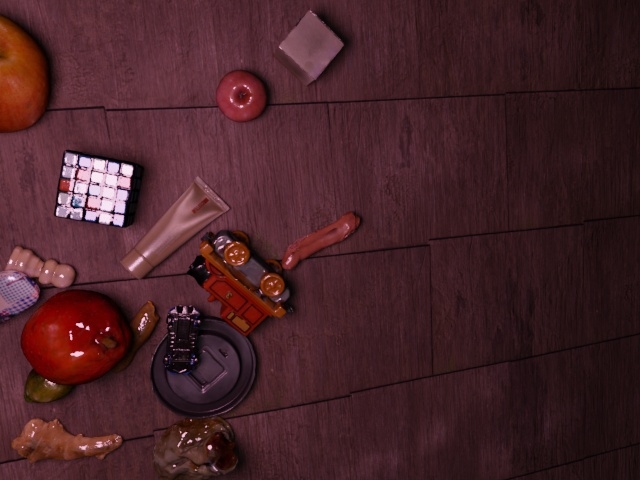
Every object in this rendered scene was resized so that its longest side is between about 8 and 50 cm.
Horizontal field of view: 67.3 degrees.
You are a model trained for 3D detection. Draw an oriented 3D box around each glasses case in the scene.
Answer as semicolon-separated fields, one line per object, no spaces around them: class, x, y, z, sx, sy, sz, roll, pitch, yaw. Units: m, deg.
glasses case;-0.923;0.182;1.301;0.327;0.076;0.125;-27;130;4

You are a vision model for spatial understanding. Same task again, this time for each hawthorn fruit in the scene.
hawthorn fruit;-0.643;0.265;1.297;0.265;0.307;0.266;-1;91;-46

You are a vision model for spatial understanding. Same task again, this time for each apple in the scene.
apple;-0.834;-0.420;1.187;0.301;0.301;0.302;-2;97;-15
apple;-0.234;-0.427;1.426;0.153;0.120;0.154;-2;98;-15

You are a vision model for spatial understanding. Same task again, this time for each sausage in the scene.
sausage;0.000;0.000;1.567;0.304;0.078;0.078;-30;103;-11

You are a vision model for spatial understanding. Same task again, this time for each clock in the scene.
clock;-0.369;0.399;1.517;0.324;0.067;0.326;-2;97;-15

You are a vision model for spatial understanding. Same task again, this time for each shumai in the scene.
shumai;-0.391;0.676;1.478;0.272;0.203;0.222;-45;105;-2

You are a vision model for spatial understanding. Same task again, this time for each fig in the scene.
fig;-0.790;0.421;1.385;0.123;0.123;0.156;38;102;-16

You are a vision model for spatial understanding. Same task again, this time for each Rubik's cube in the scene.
Rubik's cube;-0.604;-0.141;1.326;0.182;0.187;0.184;12;92;-16

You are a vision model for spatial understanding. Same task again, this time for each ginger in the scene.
ginger;-0.750;0.598;1.436;0.294;0.086;0.131;10;85;-24

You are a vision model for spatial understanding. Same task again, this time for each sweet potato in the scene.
sweet potato;-0.563;0.300;1.449;0.077;0.077;0.244;31;87;-16

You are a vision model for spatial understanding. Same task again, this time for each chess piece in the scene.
chess piece;-0.784;0.082;1.357;0.170;0.094;0.094;19;91;-20

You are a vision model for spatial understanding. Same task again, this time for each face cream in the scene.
face cream;-0.444;-0.030;1.445;0.137;0.084;0.341;46;77;-6

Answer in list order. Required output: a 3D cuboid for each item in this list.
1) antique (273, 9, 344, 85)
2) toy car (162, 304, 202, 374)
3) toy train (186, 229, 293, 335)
antique;-0.039;-0.574;1.446;0.146;0.148;0.152;40;86;-15
toy car;-0.409;0.293;1.426;0.103;0.063;0.217;5;101;-14
toy train;-0.241;0.133;1.477;0.369;0.163;0.232;43;93;-16
